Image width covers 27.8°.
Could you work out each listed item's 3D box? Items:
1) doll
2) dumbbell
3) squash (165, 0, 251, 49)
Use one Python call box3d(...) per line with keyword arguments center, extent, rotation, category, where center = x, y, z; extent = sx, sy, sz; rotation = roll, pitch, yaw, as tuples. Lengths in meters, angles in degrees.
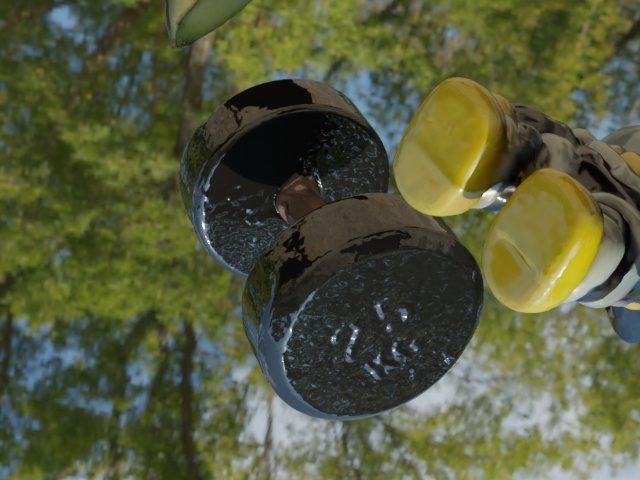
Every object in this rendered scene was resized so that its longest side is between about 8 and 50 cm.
box3d(center=(0.143, -0.002, 0.531), extent=(0.145, 0.103, 0.316), rotation=(22, -172, 38), category="doll")
box3d(center=(0.000, 0.000, 0.887), extent=(0.152, 0.152, 0.218), rotation=(0, -147, -24), category="dumbbell")
box3d(center=(-0.018, -0.251, 0.974), extent=(0.169, 0.252, 0.093), rotation=(4, 172, 9), category="squash")
